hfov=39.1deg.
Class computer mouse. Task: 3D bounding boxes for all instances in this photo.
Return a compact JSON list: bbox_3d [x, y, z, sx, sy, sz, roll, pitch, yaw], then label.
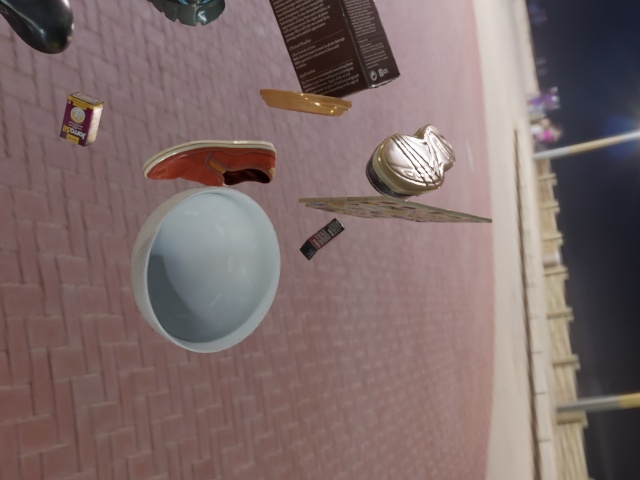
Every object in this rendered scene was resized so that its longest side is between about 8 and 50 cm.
[{"bbox_3d":[-0.548,-0.453,1.639,0.272,0.072,0.189,43,55,-33],"label":"computer mouse"}]

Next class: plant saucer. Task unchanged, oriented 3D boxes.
[{"bbox_3d":[-0.032,-0.290,1.908,0.200,0.199,0.037,-15,113,-74],"label":"plant saucer"}]

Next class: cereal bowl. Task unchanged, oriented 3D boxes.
[{"bbox_3d":[-0.253,0.054,1.865,0.338,0.141,0.339,-7,101,-41],"label":"cereal bowl"}]

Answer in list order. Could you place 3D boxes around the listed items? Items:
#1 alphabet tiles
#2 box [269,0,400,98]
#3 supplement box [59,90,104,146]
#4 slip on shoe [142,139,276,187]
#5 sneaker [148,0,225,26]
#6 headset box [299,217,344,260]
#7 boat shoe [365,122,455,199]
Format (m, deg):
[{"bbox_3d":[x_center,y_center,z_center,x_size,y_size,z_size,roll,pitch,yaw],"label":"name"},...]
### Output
[{"bbox_3d":[0.092,-0.043,1.293,0.198,0.237,0.009,9,86,-35],"label":"alphabet tiles"},{"bbox_3d":[0.012,-0.504,2.010,0.143,0.191,0.382,-31,104,-48],"label":"box"},{"bbox_3d":[-0.433,-0.220,1.634,0.043,0.054,0.083,-56,167,-65],"label":"supplement box"},{"bbox_3d":[-0.264,-0.176,2.189,0.123,0.331,0.101,126,-43,-64],"label":"slip on shoe"},{"bbox_3d":[-0.310,-0.471,1.475,0.140,0.340,0.125,98,14,-47],"label":"sneaker"},{"bbox_3d":[0.000,0.000,1.728,0.032,0.083,0.062,48,-27,4],"label":"headset box"},{"bbox_3d":[0.124,-0.104,1.337,0.103,0.092,0.285,51,27,0],"label":"boat shoe"}]
